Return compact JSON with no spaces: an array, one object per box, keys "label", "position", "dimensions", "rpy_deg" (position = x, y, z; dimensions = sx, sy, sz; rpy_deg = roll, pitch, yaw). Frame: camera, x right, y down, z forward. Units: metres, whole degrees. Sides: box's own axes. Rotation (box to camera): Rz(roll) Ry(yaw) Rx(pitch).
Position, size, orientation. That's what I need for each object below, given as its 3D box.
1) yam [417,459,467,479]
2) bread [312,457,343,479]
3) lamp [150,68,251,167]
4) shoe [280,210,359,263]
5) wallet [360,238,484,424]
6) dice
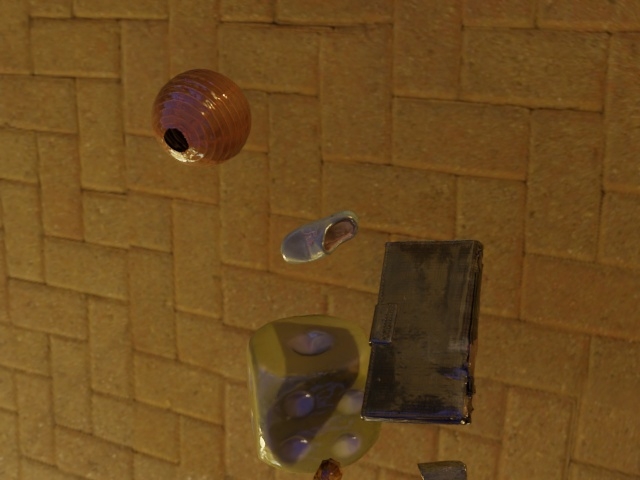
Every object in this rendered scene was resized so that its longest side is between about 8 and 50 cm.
[{"label":"yam","position":[0.233,0.442,1.502],"dimensions":[0.094,0.043,0.043],"rpy_deg":[-6,97,1]},{"label":"bread","position":[-0.006,0.444,1.339],"dimensions":[0.044,0.052,0.157],"rpy_deg":[23,93,-7]},{"label":"lamp","position":[-0.161,-0.164,1.066],"dimensions":[0.136,0.136,0.136],"rpy_deg":[6,102,28]},{"label":"shoe","position":[0.000,0.000,1.783],"dimensions":[0.195,0.078,0.079],"rpy_deg":[-26,115,5]},{"label":"wallet","position":[0.161,0.132,1.212],"dimensions":[0.169,0.317,0.044],"rpy_deg":[-4,142,21]},{"label":"dice","position":[-0.018,0.296,1.538],"dimensions":[0.238,0.227,0.233],"rpy_deg":[-6,114,-10]}]
